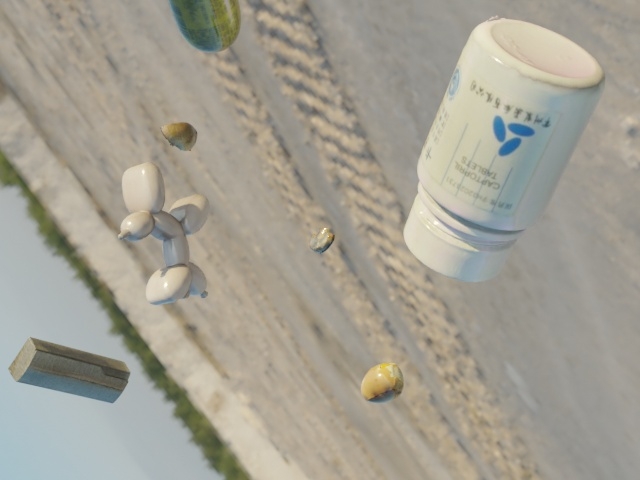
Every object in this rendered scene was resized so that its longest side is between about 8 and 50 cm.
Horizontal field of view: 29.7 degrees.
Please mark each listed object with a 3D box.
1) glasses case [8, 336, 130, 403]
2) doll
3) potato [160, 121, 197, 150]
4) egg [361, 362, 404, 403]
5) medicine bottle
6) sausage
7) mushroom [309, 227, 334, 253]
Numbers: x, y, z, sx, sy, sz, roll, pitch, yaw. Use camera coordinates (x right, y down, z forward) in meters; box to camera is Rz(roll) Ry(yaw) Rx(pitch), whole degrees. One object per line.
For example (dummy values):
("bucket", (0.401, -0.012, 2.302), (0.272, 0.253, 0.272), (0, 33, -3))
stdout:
("glasses case", (-0.419, 0.222, 2.033), (0.205, 0.071, 0.047), (23, -163, -45))
("doll", (-0.188, 0.003, 1.487), (0.059, 0.160, 0.161), (-13, 148, 33))
("potato", (-0.226, -0.175, 2.032), (0.093, 0.036, 0.037), (13, -130, -64))
("egg", (0.112, 0.263, 2.207), (0.071, 0.083, 0.071), (58, -165, -25))
("medicine bottle", (0.211, -0.104, 1.448), (0.170, 0.170, 0.293), (46, 132, 35))
("sausage", (-0.217, -0.459, 2.117), (0.123, 0.123, 0.347), (47, 163, 33))
("mushroom", (0.000, -0.001, 2.214), (0.019, 0.049, 0.101), (24, 168, -18))
